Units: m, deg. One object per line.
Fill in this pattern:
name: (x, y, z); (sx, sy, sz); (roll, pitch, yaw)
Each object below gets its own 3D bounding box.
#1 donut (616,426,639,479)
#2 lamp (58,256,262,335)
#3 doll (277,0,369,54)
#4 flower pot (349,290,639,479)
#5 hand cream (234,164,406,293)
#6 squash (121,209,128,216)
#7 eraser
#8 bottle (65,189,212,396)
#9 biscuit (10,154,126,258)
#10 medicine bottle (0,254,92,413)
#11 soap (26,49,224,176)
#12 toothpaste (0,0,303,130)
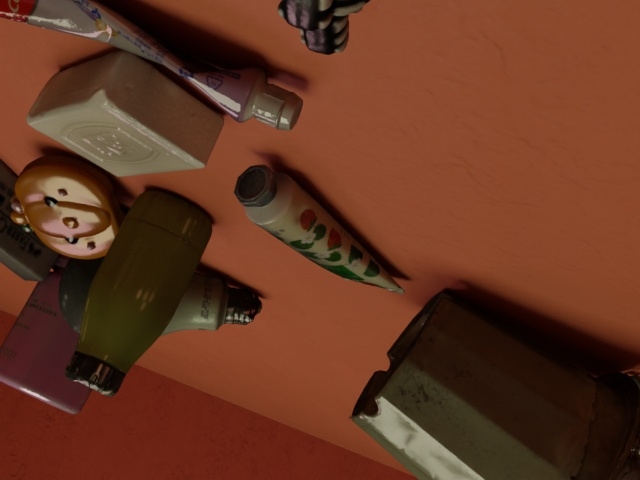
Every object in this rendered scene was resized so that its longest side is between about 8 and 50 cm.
donut: (0.379, 0.325, 1.228); (0.345, 0.136, 0.259); (20, 164, 9)
lamp: (-0.266, 0.100, 1.331); (0.314, 0.182, 0.182); (15, 161, 10)
doll: (0.002, -0.167, 0.379); (0.067, 0.091, 0.219); (22, 160, 9)
flower pot: (0.193, 0.201, 0.966); (0.259, 0.290, 0.290); (37, 162, 3)
hand cream: (0.000, 0.000, 0.914); (0.095, 0.059, 0.276); (13, 163, 37)
squash: (-0.309, -0.011, 1.232); (0.250, 0.083, 0.083); (23, 162, -8)
eraser: (-0.513, -0.033, 1.362); (0.077, 0.111, 0.352); (16, 160, 16)
bottle: (-0.237, 0.069, 1.061); (0.112, 0.260, 0.112); (21, 162, 7)
biscuit: (-0.350, -0.037, 1.127); (0.170, 0.050, 0.170); (7, 134, 8)
medicine bottle: (-0.451, 0.150, 1.506); (0.178, 0.290, 0.178); (21, 161, 8)
soap: (-0.191, -0.118, 0.801); (0.121, 0.064, 0.183); (34, 160, -34)
toothpaste: (-0.154, -0.161, 0.667); (0.301, 0.048, 0.075); (25, 166, 5)
